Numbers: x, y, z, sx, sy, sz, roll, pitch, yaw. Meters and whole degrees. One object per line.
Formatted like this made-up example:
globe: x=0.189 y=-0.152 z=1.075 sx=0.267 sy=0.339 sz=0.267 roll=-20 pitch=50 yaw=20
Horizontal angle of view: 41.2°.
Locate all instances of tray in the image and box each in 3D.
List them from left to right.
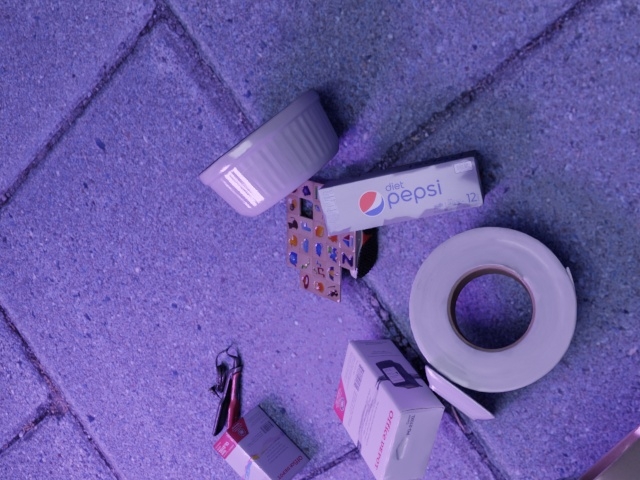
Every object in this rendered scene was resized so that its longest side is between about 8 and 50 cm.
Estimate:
tray: x=0.250 y=0.290 z=1.554 sx=0.145 sy=0.270 sz=0.030 roll=35 pitch=86 yaw=15

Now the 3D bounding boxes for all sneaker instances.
sneaker: x=0.068 y=-0.007 z=1.680 sx=0.075 sy=0.057 sz=0.161 roll=22 pitch=119 yaw=42

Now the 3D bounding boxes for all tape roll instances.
tape roll: x=0.302 y=0.121 z=1.485 sx=0.286 sy=0.100 sz=0.286 roll=-2 pitch=81 yaw=14

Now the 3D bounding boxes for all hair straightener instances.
hair straightener: x=-0.230 y=0.351 z=1.962 sx=0.089 sy=0.047 sz=0.230 roll=15 pitch=112 yaw=25

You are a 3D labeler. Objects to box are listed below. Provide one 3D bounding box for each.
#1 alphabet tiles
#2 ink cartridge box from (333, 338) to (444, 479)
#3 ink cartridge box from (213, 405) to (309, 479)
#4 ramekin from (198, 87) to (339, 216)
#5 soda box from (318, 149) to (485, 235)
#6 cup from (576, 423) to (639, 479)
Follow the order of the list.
alphabet tiles: x=0.000 y=0.000 z=1.706 sx=0.198 sy=0.009 sz=0.237 roll=18 pitch=115 yaw=43
ink cartridge box: x=0.126 y=0.326 z=1.647 sx=0.237 sy=0.100 sz=0.172 roll=-129 pitch=45 yaw=-55
ink cartridge box: x=-0.132 y=0.476 z=1.898 sx=0.175 sy=0.127 sz=0.072 roll=45 pitch=123 yaw=10
ramekin: x=-0.085 y=-0.157 z=1.597 sx=0.273 sy=0.273 sz=0.127 roll=-32 pitch=101 yaw=33
soda box: x=0.147 y=-0.086 z=1.532 sx=0.286 sy=0.098 sz=0.091 roll=-11 pitch=101 yaw=15
cup: x=0.536 y=0.451 z=1.367 sx=0.237 sy=0.331 sz=0.331 roll=48 pitch=123 yaw=19
